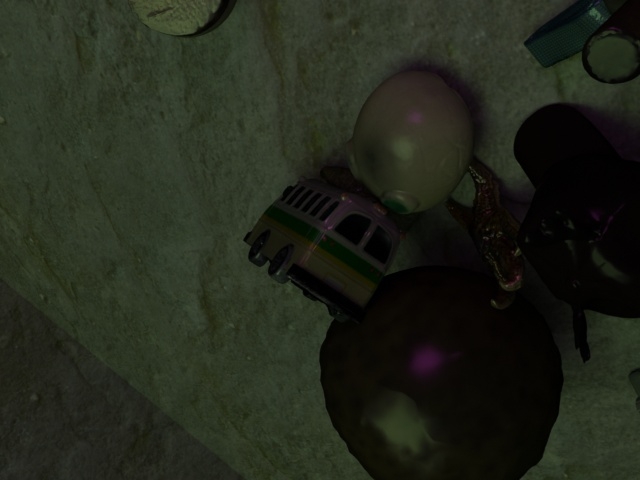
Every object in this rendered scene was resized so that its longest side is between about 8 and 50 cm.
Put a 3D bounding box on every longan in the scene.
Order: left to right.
[{"bbox_3d":[0.189,0.227,1.516,0.391,0.391,0.391,25,144,20],"label":"longan"}]

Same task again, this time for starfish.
[{"bbox_3d":[0.248,-0.016,1.409,0.238,0.071,0.216,-147,53,-66],"label":"starfish"}]

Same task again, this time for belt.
[{"bbox_3d":[0.310,-0.262,1.129,0.065,0.100,0.179,45,161,-10],"label":"belt"}]

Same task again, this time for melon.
[{"bbox_3d":[0.077,-0.069,1.602,0.182,0.054,0.098,39,162,0],"label":"melon"}]

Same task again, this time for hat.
[{"bbox_3d":[0.313,-0.008,1.222,0.336,0.209,0.238,46,158,37],"label":"hat"}]

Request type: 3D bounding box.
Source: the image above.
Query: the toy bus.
[{"bbox_3d":[0.000,0.000,1.506,0.143,0.179,0.305,33,178,-19],"label":"toy bus"}]

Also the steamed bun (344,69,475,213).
[{"bbox_3d":[0.119,-0.130,1.377,0.177,0.131,0.228,47,148,19],"label":"steamed bun"}]

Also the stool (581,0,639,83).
[{"bbox_3d":[0.430,-0.227,0.864,0.310,0.226,0.310,33,134,2],"label":"stool"}]

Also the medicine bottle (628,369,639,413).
[{"bbox_3d":[0.566,0.219,1.460,0.221,0.061,0.092,-36,78,56],"label":"medicine bottle"}]

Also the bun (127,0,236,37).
[{"bbox_3d":[-0.198,-0.388,1.403,0.173,0.120,0.173,3,114,7],"label":"bun"}]
